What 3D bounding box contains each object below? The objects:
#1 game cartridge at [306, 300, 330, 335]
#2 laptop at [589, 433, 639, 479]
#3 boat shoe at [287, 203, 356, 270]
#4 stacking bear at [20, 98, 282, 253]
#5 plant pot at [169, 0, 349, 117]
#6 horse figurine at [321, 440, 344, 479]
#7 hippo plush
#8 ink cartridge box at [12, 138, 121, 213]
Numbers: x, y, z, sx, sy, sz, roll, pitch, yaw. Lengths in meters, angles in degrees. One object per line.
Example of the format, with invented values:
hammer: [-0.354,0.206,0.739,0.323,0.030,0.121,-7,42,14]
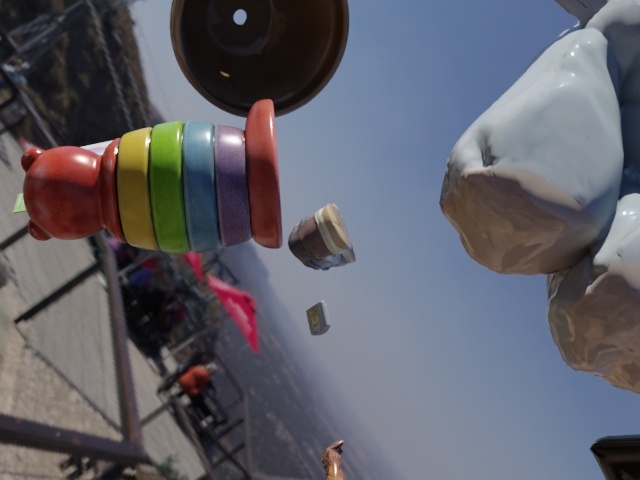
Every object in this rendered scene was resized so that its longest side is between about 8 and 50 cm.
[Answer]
game cartridge: [-0.005,0.148,1.584,0.083,0.017,0.056,138,-62,-64]
laptop: [0.498,0.212,0.680,0.381,0.408,0.236,60,39,-21]
boat shoe: [0.000,0.000,1.369,0.285,0.092,0.102,22,47,-85]
stacking bear: [-0.192,-0.060,0.978,0.164,0.289,0.175,-103,-170,-71]
plant pot: [-0.090,-0.287,1.116,0.237,0.237,0.110,57,-10,-32]
horse figurine: [0.015,0.353,0.962,0.174,0.066,0.263,121,-32,-63]
hippo plush: [0.157,-0.020,0.493,0.294,0.234,0.236,56,-17,18]
ink cartridge box: [-0.403,-0.109,1.397,0.109,0.209,0.062,-124,-157,-64]
